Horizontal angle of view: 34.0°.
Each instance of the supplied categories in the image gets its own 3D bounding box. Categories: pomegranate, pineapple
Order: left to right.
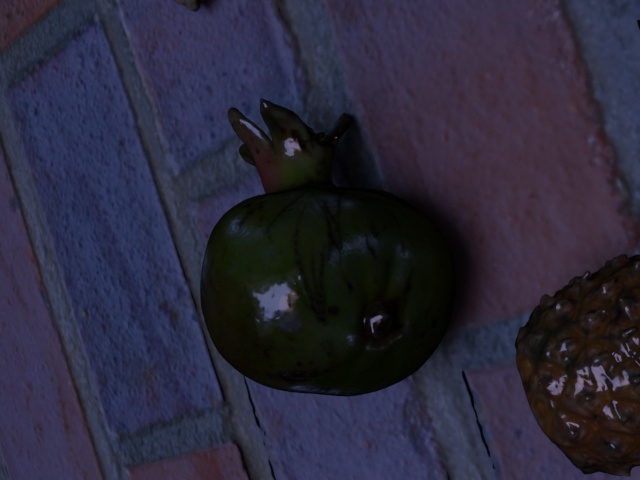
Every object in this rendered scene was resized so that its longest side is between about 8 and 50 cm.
[{"bbox_3d":[0.000,0.000,0.649,0.131,0.152,0.191,-36,54,45],"label":"pomegranate"},{"bbox_3d":[0.195,0.039,0.516,0.198,0.108,0.108,-33,76,26],"label":"pineapple"}]

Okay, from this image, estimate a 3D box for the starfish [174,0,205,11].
[{"bbox_3d":[-0.169,-0.315,0.695,0.375,0.094,0.327,42,164,24],"label":"starfish"}]
